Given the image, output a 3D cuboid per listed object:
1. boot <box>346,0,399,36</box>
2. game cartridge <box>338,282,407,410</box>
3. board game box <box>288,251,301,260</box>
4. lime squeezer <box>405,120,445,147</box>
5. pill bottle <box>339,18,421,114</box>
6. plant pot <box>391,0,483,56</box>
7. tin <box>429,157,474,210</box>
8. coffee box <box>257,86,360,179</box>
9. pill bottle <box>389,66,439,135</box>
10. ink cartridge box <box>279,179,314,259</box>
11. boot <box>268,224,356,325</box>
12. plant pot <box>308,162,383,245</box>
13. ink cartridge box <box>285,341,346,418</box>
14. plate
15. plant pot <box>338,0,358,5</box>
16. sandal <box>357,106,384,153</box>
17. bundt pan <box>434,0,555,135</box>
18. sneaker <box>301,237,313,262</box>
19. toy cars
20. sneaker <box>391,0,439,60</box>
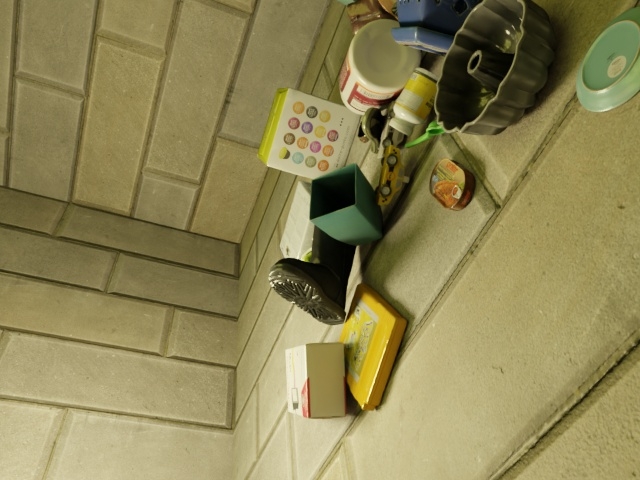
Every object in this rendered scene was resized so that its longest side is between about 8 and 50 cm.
[{"bbox_3d":[0.215,-0.752,1.888,0.207,0.090,0.248,-9,107,40],"label":"boot"},{"bbox_3d":[0.136,0.306,1.595,0.324,0.053,0.285,-136,62,-73],"label":"game cartridge"},{"bbox_3d":[-0.045,-0.022,2.392,0.253,0.079,0.335,-115,43,-64],"label":"board game box"},{"bbox_3d":[0.323,-0.345,1.484,0.110,0.059,0.310,57,140,27],"label":"lime squeezer"},{"bbox_3d":[0.181,-0.557,1.795,0.392,0.224,0.224,-178,102,-85],"label":"pill bottle"},{"bbox_3d":[0.330,-0.620,1.446,0.236,0.236,0.212,-120,41,-66],"label":"plant pot"},{"bbox_3d":[0.334,-0.145,1.366,0.189,0.040,0.106,-110,34,-62],"label":"tin"},{"bbox_3d":[-0.065,-0.468,2.384,0.338,0.335,0.337,-131,57,-70],"label":"coffee box"},{"bbox_3d":[0.281,-0.408,1.587,0.184,0.103,0.103,-60,21,16],"label":"pill bottle"},{"bbox_3d":[-0.078,-0.060,2.282,0.324,0.072,0.330,-123,46,-65],"label":"ink cartridge box"},{"bbox_3d":[0.001,0.001,1.750,0.146,0.367,0.445,-4,57,29],"label":"boot"},{"bbox_3d":[0.098,-0.091,1.703,0.166,0.234,0.165,-18,51,27],"label":"plant pot"},{"bbox_3d":[-0.021,0.450,1.733,0.306,0.131,0.226,138,131,-68],"label":"ink cartridge box"},{"bbox_3d":[0.518,-0.321,0.944,0.188,0.024,0.188,-165,90,-73],"label":"plate"},{"bbox_3d":[0.199,-0.976,1.968,0.341,0.334,0.340,-166,90,-74],"label":"plant pot"},{"bbox_3d":[0.169,-0.391,1.851,0.303,0.086,0.120,32,-109,-74],"label":"sandal"},{"bbox_3d":[0.397,-0.382,1.208,0.331,0.124,0.330,-165,90,-73],"label":"bundt pan"},{"bbox_3d":[-0.017,0.109,2.083,0.145,0.147,0.384,-99,27,-49],"label":"sneaker"},{"bbox_3d":[0.236,-0.275,1.705,0.176,0.087,0.393,108,172,-53],"label":"toy cars"},{"bbox_3d":[0.288,-0.686,1.741,0.086,0.164,0.226,-101,28,-51],"label":"sneaker"}]
